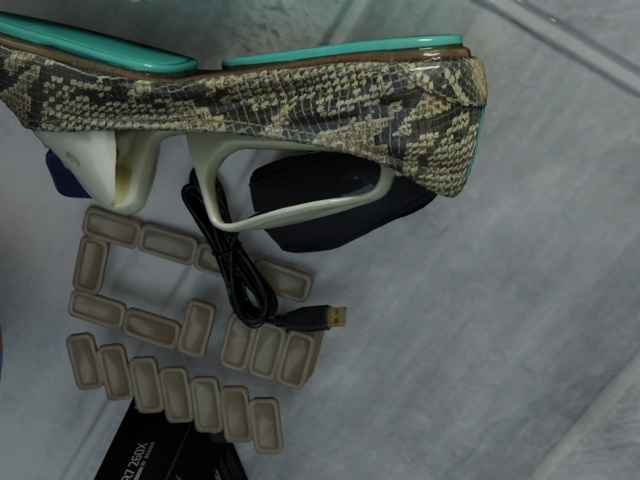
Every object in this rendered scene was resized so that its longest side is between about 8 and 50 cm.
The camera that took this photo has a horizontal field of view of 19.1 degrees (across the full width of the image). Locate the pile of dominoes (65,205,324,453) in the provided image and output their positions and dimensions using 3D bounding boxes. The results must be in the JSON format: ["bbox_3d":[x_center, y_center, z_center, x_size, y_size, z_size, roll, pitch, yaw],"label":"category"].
[{"bbox_3d":[-0.126,0.086,1.868,0.251,0.040,0.196,18,110,9],"label":"pile of dominoes"}]

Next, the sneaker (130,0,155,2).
[{"bbox_3d":[-0.164,-0.245,1.604,0.258,0.094,0.091,7,123,13],"label":"sneaker"}]

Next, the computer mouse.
[{"bbox_3d":[0.000,0.000,1.734,0.262,0.060,0.184,-13,107,27],"label":"computer mouse"}]

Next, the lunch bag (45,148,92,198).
[{"bbox_3d":[-0.206,-0.081,1.763,0.098,0.065,0.067,6,143,13],"label":"lunch bag"}]

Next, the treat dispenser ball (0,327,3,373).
[{"bbox_3d":[-0.453,0.108,1.843,0.288,0.288,0.288,9,128,12],"label":"treat dispenser ball"}]

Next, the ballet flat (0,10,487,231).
[{"bbox_3d":[-0.100,-0.098,1.634,0.483,0.164,0.182,5,98,13],"label":"ballet flat"}]

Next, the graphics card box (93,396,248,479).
[{"bbox_3d":[-0.163,0.345,1.871,0.094,0.371,0.232,-6,124,22],"label":"graphics card box"}]
